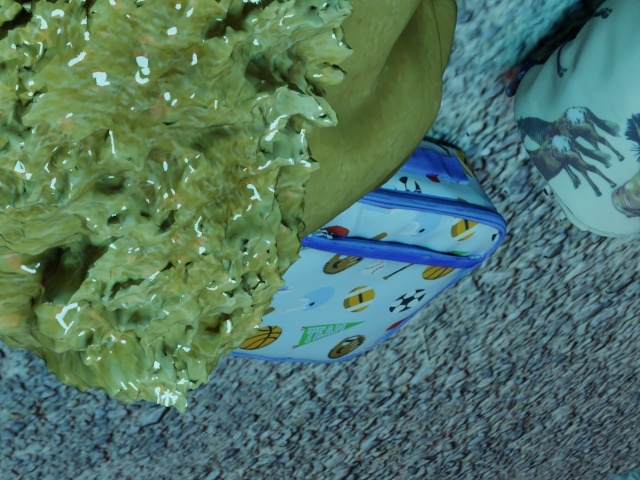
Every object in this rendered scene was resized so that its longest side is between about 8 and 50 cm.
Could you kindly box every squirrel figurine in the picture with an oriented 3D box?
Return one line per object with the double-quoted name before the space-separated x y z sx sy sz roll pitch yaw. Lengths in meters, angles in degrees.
"squirrel figurine" -0.035 -0.140 0.707 0.281 0.397 0.370 26 142 -7

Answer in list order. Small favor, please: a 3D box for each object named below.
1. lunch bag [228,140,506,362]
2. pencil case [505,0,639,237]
"lunch bag" 0.000 0.000 1.403 0.243 0.115 0.303 -39 153 30
"pencil case" 0.305 -0.179 1.223 0.160 0.183 0.410 23 138 -20
